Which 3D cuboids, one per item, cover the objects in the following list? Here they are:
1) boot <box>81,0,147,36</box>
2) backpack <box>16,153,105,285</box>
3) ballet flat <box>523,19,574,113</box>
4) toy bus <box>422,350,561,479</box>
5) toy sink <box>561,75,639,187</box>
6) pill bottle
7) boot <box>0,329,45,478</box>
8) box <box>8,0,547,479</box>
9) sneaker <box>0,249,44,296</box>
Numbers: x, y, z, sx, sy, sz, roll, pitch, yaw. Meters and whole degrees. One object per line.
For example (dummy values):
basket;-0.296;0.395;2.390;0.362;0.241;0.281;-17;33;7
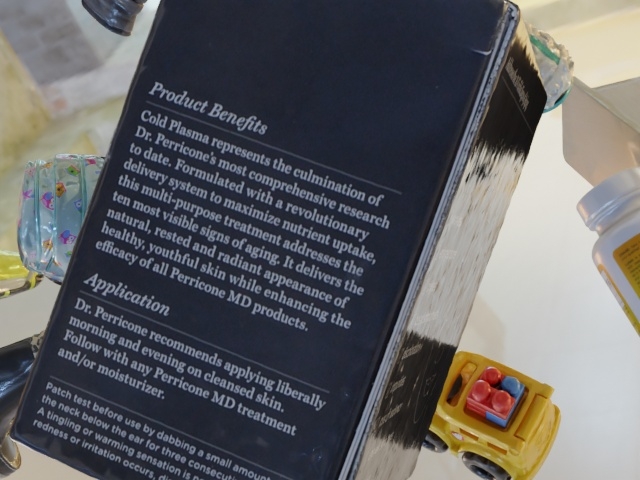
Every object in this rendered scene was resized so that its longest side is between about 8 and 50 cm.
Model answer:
boot;-0.337;-0.493;1.791;0.222;0.338;0.118;-39;161;28
backpack;-0.261;-0.023;1.244;0.115;0.152;0.182;-6;174;-15
ballet flat;0.148;-0.205;1.598;0.409;0.147;0.147;-16;-152;42
toy bus;0.219;0.227;1.676;0.220;0.211;0.149;24;-110;22
toy sink;0.472;-0.151;1.765;0.131;0.153;0.234;-15;-148;-13
pill bottle;0.427;0.034;1.488;0.136;0.136;0.246;-27;-109;-3
boot;-0.403;0.222;1.611;0.178;0.236;0.085;-18;-139;-1
box;0.000;0.000;1.150;0.297;0.472;0.480;22;-177;13
sneaker;-0.594;0.025;1.760;0.384;0.147;0.145;2;170;-33
